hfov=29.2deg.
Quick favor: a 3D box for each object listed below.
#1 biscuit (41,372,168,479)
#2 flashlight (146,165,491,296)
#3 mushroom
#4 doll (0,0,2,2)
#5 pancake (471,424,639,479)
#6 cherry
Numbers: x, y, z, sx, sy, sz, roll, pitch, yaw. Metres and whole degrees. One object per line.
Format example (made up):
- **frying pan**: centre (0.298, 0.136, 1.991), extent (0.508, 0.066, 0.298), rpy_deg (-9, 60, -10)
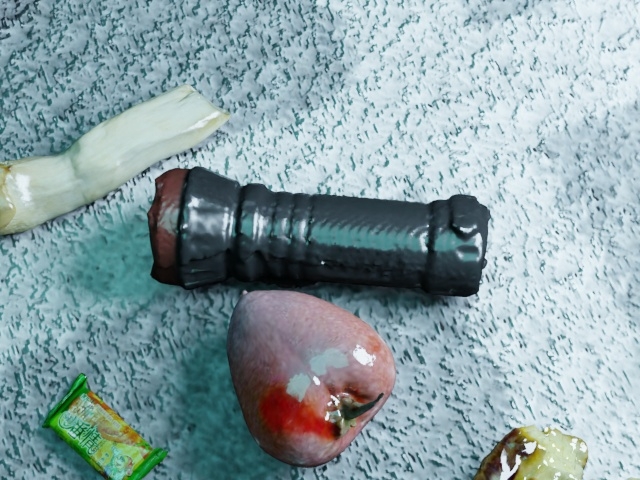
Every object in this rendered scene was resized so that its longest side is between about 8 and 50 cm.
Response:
- **biscuit**: centre (-0.151, 0.135, 0.847), extent (0.089, 0.016, 0.046), rpy_deg (39, 78, 18)
- **flashlight**: centre (0.000, 0.000, 0.848), extent (0.232, 0.093, 0.093), rpy_deg (6, 70, 3)
- **mushroom**: centre (-0.163, -0.063, 0.905), extent (0.202, 0.054, 0.059), rpy_deg (-24, 67, -8)
- **doll**: centre (-0.367, -0.218, 0.950), extent (0.258, 0.153, 0.195), rpy_deg (-32, 87, 12)
- **pancake**: centre (0.130, 0.230, 0.760), extent (0.257, 0.056, 0.212), rpy_deg (-21, 76, -9)
- **cherry**: centre (-0.005, 0.088, 0.811), extent (0.106, 0.087, 0.126), rpy_deg (-26, 51, 4)
